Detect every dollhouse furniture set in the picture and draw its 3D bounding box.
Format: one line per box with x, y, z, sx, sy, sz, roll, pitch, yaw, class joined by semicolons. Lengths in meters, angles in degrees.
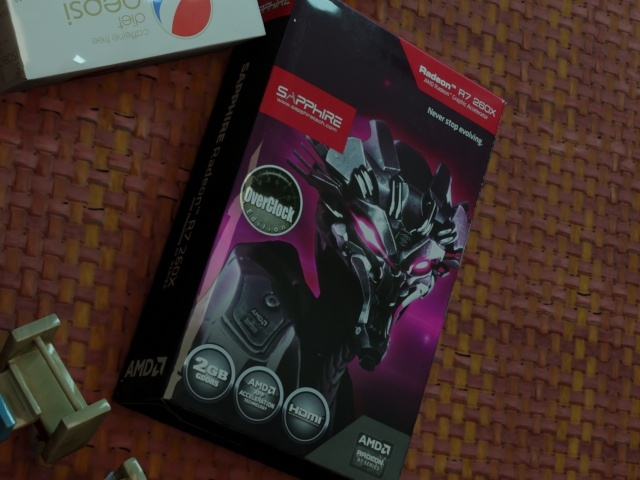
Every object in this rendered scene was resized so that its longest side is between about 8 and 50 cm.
-0.216;0.178;1.120;0.129;0.129;0.184;-22;73;-33;dollhouse furniture set

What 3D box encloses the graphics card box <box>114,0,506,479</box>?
0.000;0.000;1.285;0.233;0.094;0.371;28;71;-28;graphics card box

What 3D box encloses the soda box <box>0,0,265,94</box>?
-0.153;-0.171;1.216;0.216;0.069;0.074;-16;94;-34;soda box
